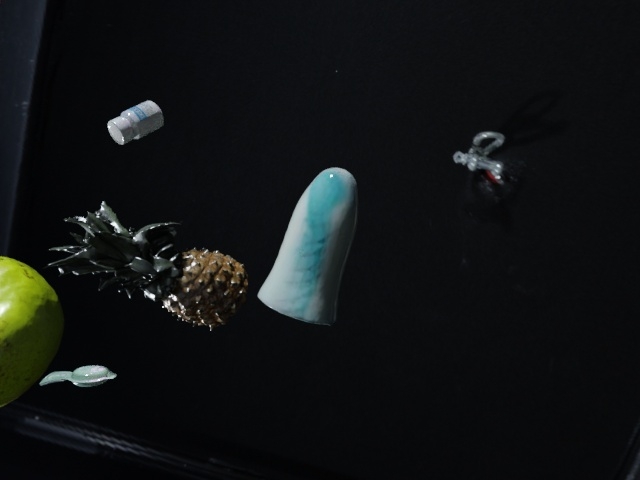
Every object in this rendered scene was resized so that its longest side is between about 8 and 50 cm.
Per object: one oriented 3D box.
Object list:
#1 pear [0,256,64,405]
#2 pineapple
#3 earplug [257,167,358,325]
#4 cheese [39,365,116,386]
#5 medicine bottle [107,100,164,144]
[{"bbox_3d":[-0.830,0.236,1.291,0.390,0.391,0.392,1,-72,2],"label":"pear"},{"bbox_3d":[-0.297,0.042,0.948,0.165,0.166,0.364,-46,-50,14],"label":"pineapple"},{"bbox_3d":[0.000,0.000,1.147,0.184,0.185,0.324,19,-85,-4],"label":"earplug"},{"bbox_3d":[-0.426,0.241,0.933,0.120,0.067,0.026,0,-85,-5],"label":"cheese"},{"bbox_3d":[-0.327,-0.209,0.932,0.052,0.089,0.052,29,-39,27],"label":"medicine bottle"}]
